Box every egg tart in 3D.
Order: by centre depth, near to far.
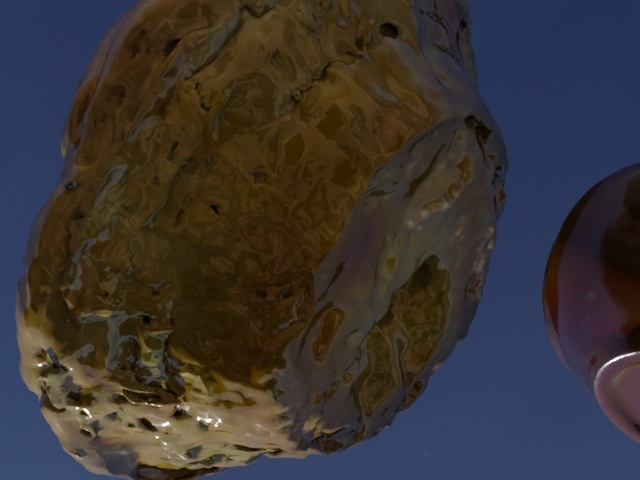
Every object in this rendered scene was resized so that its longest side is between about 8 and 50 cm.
[{"bbox_3d":[0.000,-0.003,0.683,0.129,0.341,0.341,27,-110,32],"label":"egg tart"}]

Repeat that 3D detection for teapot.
[{"bbox_3d":[0.114,0.015,0.357,0.098,0.129,0.078,3,-119,31],"label":"teapot"}]
